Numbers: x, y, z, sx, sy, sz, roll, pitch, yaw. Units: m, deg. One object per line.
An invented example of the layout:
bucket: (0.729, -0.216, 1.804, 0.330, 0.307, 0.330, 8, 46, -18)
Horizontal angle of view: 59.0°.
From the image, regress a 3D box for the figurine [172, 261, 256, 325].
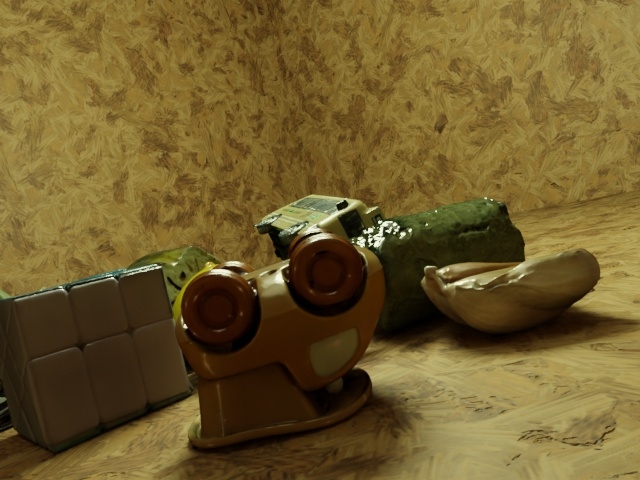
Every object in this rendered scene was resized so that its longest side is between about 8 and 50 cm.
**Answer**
figurine: (-0.104, 0.129, 0.969, 0.344, 0.187, 0.215, -2, 1, 41)

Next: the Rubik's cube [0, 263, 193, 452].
Rubik's cube: (-0.376, 0.174, 0.903, 0.225, 0.221, 0.231, -15, 3, -41)

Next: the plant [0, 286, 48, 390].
plant: (-0.636, 0.202, 1.297, 0.261, 0.305, 0.297, 14, 24, -43)

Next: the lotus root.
lotus root: (-0.348, 0.147, 1.206, 0.346, 0.250, 0.251, -10, 5, 44)

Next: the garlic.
garlic: (0.265, 0.082, 0.837, 0.228, 0.110, 0.217, -3, -9, 1)

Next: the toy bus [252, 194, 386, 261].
toy bus: (0.000, 0.000, 1.236, 0.202, 0.176, 0.365, -30, 16, -13)

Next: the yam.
yam: (0.191, 0.042, 1.016, 0.300, 0.195, 0.195, -14, 3, -20)

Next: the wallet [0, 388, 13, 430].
wallet: (-0.544, 0.287, 1.111, 0.221, 0.071, 0.262, -10, 11, 45)

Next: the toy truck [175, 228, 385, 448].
toy truck: (-0.050, 0.110, 0.704, 0.288, 0.211, 0.204, -18, 3, -3)
